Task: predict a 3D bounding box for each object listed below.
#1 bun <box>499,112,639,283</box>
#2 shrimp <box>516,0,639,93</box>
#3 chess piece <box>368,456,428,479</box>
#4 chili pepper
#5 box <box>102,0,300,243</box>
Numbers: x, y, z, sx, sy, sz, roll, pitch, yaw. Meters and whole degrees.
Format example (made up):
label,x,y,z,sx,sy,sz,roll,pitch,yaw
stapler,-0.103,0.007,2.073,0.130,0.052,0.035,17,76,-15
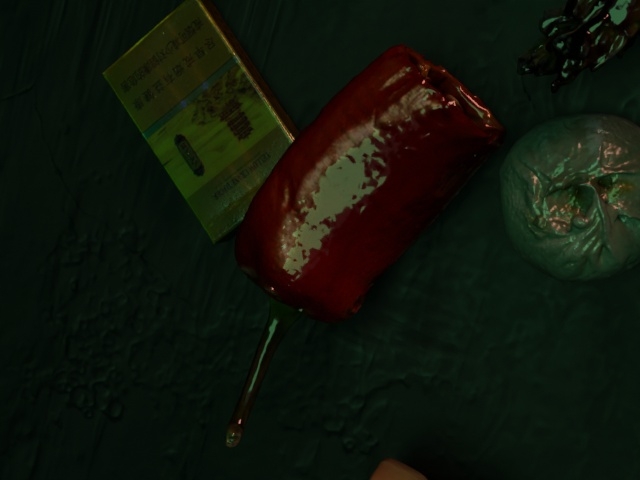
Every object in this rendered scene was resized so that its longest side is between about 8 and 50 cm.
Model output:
label,x,y,z,sx,sy,sz,roll,pitch,yaw
bun,0.207,-0.034,0.958,0.141,0.083,0.141,1,93,21
shrimp,0.285,-0.195,0.887,0.289,0.178,0.075,-49,35,15
chess piece,0.190,0.375,0.948,0.442,0.234,0.234,26,105,12
chili pepper,-0.001,-0.002,1.012,0.131,0.134,0.338,42,106,9
box,-0.100,-0.110,1.098,0.121,0.030,0.193,-36,83,21
